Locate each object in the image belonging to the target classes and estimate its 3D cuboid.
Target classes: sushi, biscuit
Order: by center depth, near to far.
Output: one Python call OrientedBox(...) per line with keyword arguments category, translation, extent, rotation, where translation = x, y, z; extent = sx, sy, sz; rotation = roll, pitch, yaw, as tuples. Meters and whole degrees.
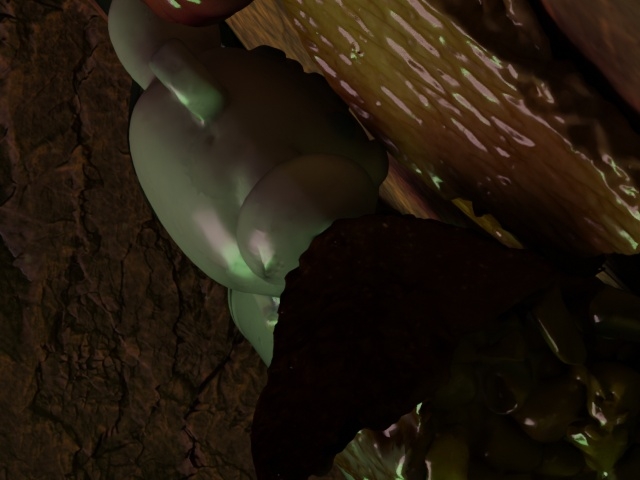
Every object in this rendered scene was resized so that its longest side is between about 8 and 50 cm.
OrientedBox(category="biscuit", translation=(0.054, -0.072, 0.515), extent=(0.224, 0.033, 0.144), rotation=(45, 161, 10))
OrientedBox(category="sushi", translation=(0.096, 0.080, 0.556), extent=(0.296, 0.167, 0.179), rotation=(38, -179, -44))

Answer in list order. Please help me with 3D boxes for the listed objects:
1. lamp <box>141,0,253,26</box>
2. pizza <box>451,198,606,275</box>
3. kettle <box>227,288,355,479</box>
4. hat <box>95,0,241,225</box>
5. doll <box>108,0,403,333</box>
OrientedBox(category="lamp", translation=(-0.077, -0.178, 0.695), extent=(0.107, 0.092, 0.108), rotation=(27, 134, 32))
OrientedBox(category="pizza", translation=(0.076, -0.049, 0.633), extent=(0.131, 0.041, 0.178), rotation=(49, 177, -36))
OrientedBox(category="kettle", translation=(0.085, 0.103, 1.152), extent=(0.318, 0.265, 0.205), rotation=(43, 142, 50))
OrientedBox(category="hat", translation=(-0.181, -0.161, 1.302), extent=(0.381, 0.257, 0.366), rotation=(29, -175, -31))
OrientedBox(category="doll", translation=(0.008, -0.004, 0.800), extent=(0.366, 0.187, 0.376), rotation=(52, -161, -35))
